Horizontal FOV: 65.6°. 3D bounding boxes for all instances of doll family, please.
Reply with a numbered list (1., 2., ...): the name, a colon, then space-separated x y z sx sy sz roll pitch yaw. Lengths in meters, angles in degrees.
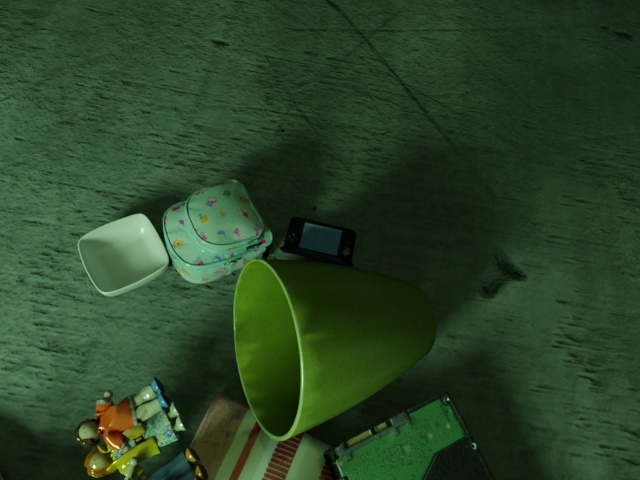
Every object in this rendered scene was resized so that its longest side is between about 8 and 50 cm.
1. doll family: -0.262 0.349 0.734 0.163 0.118 0.263 -29 62 -11

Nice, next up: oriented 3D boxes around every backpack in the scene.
1. backpack: -0.201 -0.015 0.943 0.188 0.144 0.166 -24 72 -16

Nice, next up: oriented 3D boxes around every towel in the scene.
1. towel: -0.071 0.416 0.779 0.328 0.037 0.237 24 59 4

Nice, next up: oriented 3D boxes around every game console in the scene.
1. game console: 0.000 0.000 0.991 0.143 0.085 0.124 13 60 0

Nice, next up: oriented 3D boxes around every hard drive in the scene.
1. hard drive: 0.177 0.438 0.762 0.236 0.064 0.339 -18 69 -24

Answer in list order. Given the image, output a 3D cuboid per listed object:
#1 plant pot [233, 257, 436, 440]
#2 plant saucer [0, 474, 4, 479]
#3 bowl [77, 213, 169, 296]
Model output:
1. plant pot: 0.037 0.156 0.832 0.293 0.275 0.275 -4 60 -29
2. plant saucer: -0.582 0.446 0.686 0.310 0.050 0.311 4 60 -6
3. bowl: -0.369 0.033 0.943 0.142 0.053 0.142 -26 67 -21
